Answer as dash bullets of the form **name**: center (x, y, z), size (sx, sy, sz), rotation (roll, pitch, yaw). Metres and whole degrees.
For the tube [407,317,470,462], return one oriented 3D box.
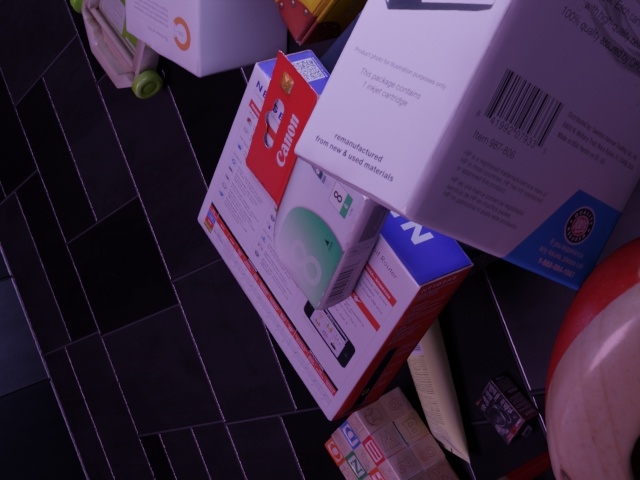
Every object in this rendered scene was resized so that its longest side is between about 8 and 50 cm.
- **tube**: center (0.164, 0.204, 1.626), size (0.062, 0.070, 0.240), rotation (-11, 106, 19)

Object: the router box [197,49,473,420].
- **router box**: center (0.000, 0.000, 1.337), size (0.335, 0.082, 0.301), rotation (55, 144, 21)

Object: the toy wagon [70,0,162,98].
- **toy wagon**: center (-0.350, -0.434, 2.022), size (0.267, 0.068, 0.344), rotation (53, 143, 24)

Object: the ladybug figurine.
- **ladybug figurine**: center (0.354, 0.142, 1.085), size (0.162, 0.305, 0.449), rotation (-111, -2, -47)

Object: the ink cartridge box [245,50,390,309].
- **ink cartridge box**: center (-0.022, -0.065, 1.212), size (0.224, 0.056, 0.181), rotation (50, 141, 25)

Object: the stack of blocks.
- **stack of blocks**: center (0.140, 0.392, 1.711), size (0.297, 0.087, 0.171), rotation (57, 152, 16)

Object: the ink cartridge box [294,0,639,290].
- **ink cartridge box**: center (0.198, -0.187, 1.008), size (0.166, 0.285, 0.395), rotation (32, 98, 44)

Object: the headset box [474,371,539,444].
- **headset box**: center (0.255, 0.231, 1.523), size (0.083, 0.032, 0.062), rotation (50, 143, 26)

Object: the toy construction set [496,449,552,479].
- **toy construction set**: center (0.271, 0.455, 1.431), size (0.257, 0.237, 0.309), rotation (-37, 75, 56)

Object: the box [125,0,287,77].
- **box**: center (-0.169, -0.450, 1.656), size (0.215, 0.168, 0.345), rotation (36, 134, 41)

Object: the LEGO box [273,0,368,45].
- **LEGO box**: center (0.061, -0.518, 1.259), size (0.372, 0.193, 0.500), rotation (63, 147, 11)

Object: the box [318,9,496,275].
- **box**: center (0.104, -0.084, 1.411), size (0.395, 0.212, 0.293), rotation (-40, 74, 55)
